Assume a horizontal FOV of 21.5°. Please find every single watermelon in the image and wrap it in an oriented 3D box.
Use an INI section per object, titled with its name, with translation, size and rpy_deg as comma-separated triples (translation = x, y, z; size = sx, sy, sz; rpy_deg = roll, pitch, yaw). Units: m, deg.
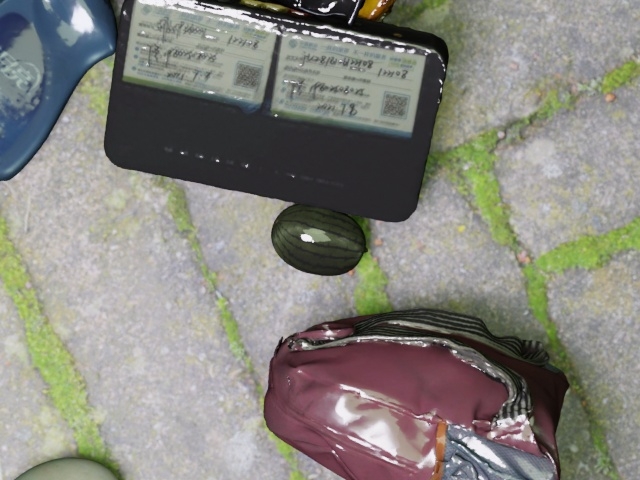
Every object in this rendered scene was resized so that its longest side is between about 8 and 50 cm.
[watermelon]
translation = 0.000, 0.000, 1.856
size = 0.110, 0.078, 0.078
rpy_deg = 15, 86, -6

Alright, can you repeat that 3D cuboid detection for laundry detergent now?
[laundry detergent]
translation = -0.307, -0.211, 1.823
size = 0.143, 0.094, 0.290
rpy_deg = 37, 85, 0

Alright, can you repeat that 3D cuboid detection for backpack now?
[backpack]
translation = 0.099, 0.169, 1.772
size = 0.317, 0.283, 0.197
rpy_deg = 21, 109, 4

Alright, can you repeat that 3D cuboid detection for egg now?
[egg]
translation = -0.281, 0.292, 1.796
size = 0.152, 0.114, 0.114
rpy_deg = -21, 90, -5

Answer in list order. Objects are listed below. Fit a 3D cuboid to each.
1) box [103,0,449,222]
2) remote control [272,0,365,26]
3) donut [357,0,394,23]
[box]
translation = -0.050, -0.149, 1.806
size = 0.350, 0.058, 0.211
rpy_deg = 13, 115, 2
[remote control]
translation = -0.121, -0.355, 1.767
size = 0.399, 0.062, 0.144
rpy_deg = 24, 101, 7
[donut]
translation = 0.082, -0.308, 1.839
size = 0.259, 0.152, 0.101
rpy_deg = -42, 91, -6
